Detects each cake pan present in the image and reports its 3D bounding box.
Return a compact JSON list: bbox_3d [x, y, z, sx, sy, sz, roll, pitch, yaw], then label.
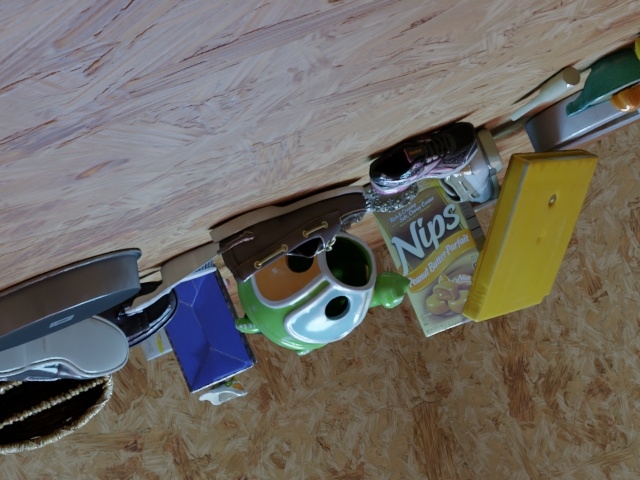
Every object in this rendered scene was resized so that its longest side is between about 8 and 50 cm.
[{"bbox_3d":[-0.382,0.092,1.423,0.293,0.054,0.293,-23,176,-2],"label":"cake pan"}]

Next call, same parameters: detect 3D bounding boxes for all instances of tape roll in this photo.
[{"bbox_3d":[0.584,-0.270,1.930,0.392,0.072,0.392,-23,175,-2],"label":"tape roll"}]

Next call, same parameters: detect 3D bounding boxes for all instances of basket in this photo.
[{"bbox_3d":[-0.567,0.302,1.997,0.299,0.214,0.223,-22,177,-20],"label":"basket"}]

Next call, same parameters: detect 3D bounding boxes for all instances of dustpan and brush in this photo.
[{"bbox_3d":[-0.250,0.065,1.736,0.211,0.060,0.147,-21,176,-27],"label":"dustpan and brush"}]

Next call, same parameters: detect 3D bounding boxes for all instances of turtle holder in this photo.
[{"bbox_3d":[0.008,0.095,1.915,0.227,0.320,0.243,-30,-150,44],"label":"turtle holder"}]

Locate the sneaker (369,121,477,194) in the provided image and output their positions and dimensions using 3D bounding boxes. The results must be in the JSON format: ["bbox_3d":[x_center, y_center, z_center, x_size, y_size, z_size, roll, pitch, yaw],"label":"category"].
[{"bbox_3d":[0.152,-0.123,1.496,0.178,0.072,0.077,-29,165,7],"label":"sneaker"}]

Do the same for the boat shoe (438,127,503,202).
[{"bbox_3d":[0.264,-0.127,1.834,0.103,0.113,0.302,-22,166,4],"label":"boat shoe"}]

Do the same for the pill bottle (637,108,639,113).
[{"bbox_3d":[0.649,-0.269,1.634,0.264,0.146,0.146,-36,171,22],"label":"pill bottle"}]

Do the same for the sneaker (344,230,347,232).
[{"bbox_3d":[0.002,-0.001,2.085,0.051,0.089,0.170,-21,175,-34],"label":"sneaker"}]

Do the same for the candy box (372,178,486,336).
[{"bbox_3d":[0.246,0.019,2.078,0.183,0.316,0.087,-24,178,25],"label":"candy box"}]

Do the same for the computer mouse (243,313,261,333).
[{"bbox_3d":[-0.113,0.114,2.155,0.184,0.060,0.262,14,123,-37],"label":"computer mouse"}]

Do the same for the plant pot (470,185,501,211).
[{"bbox_3d":[0.283,-0.097,2.246,0.237,0.110,0.237,-23,177,-1],"label":"plant pot"}]

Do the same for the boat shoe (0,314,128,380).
[{"bbox_3d":[-0.458,0.175,1.645,0.095,0.112,0.335,-5,173,32],"label":"boat shoe"}]

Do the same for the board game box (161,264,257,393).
[{"bbox_3d":[-0.244,0.184,2.131,0.141,0.232,0.291,-23,177,-5],"label":"board game box"}]

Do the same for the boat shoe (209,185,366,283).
[{"bbox_3d":[-0.034,-0.015,1.630,0.324,0.097,0.116,-19,174,-46],"label":"boat shoe"}]

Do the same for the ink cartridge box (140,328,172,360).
[{"bbox_3d":[-0.347,0.192,2.399,0.176,0.127,0.128,-27,175,42],"label":"ink cartridge box"}]

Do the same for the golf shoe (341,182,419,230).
[{"bbox_3d":[0.094,-0.082,1.869,0.176,0.069,0.086,-20,-164,-3],"label":"golf shoe"}]

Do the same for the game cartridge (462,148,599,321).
[{"bbox_3d":[0.403,-0.015,1.925,0.052,0.324,0.285,30,-156,34],"label":"game cartridge"}]

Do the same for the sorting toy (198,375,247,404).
[{"bbox_3d":[-0.208,0.311,2.056,0.083,0.045,0.075,-26,168,38],"label":"sorting toy"}]

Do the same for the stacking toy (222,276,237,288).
[{"bbox_3d":[-0.214,0.157,2.677,0.309,0.130,0.279,-22,176,-16],"label":"stacking toy"}]

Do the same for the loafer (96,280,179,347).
[{"bbox_3d":[-0.401,0.153,1.792,0.302,0.109,0.095,-20,172,5],"label":"loafer"}]

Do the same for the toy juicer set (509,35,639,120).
[{"bbox_3d":[0.454,-0.239,1.487,0.329,0.090,0.209,-23,176,4],"label":"toy juicer set"}]
